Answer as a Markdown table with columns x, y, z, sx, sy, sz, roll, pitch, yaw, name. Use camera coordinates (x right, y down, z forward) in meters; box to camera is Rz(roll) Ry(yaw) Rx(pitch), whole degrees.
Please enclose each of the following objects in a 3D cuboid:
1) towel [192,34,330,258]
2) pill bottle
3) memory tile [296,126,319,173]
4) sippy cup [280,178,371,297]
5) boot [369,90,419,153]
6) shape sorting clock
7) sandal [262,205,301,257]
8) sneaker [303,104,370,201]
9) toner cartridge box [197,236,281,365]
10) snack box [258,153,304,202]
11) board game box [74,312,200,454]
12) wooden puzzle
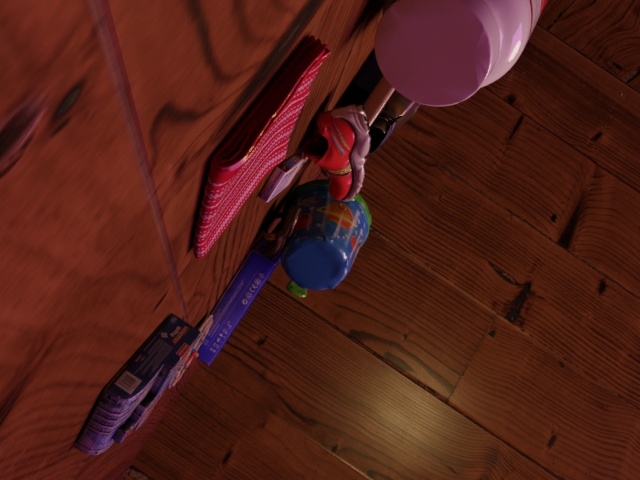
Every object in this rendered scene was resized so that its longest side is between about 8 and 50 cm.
| x | y | z | sx | sy | sz | roll | pitch | yaw | name |
| --- | --- | --- | --- | --- | --- | --- | --- | --- | --- |
| -0.077 | -0.094 | 0.824 | 0.199 | 0.031 | 0.275 | -55 | 180 | -24 | towel |
| 0.237 | -0.385 | 1.140 | 0.408 | 0.229 | 0.229 | -56 | 180 | -44 | pill bottle |
| -0.030 | -0.182 | 1.461 | 0.113 | 0.012 | 0.148 | -56 | 180 | -37 | memory tile |
| 0.000 | 0.000 | 1.770 | 0.224 | 0.240 | 0.306 | -75 | 154 | -56 | sippy cup |
| 0.172 | -0.289 | 1.664 | 0.219 | 0.082 | 0.106 | -51 | -171 | 34 | boot |
| -0.319 | 0.274 | 1.757 | 0.206 | 0.040 | 0.206 | -56 | 180 | 1 | shape sorting clock |
| -0.103 | -0.027 | 1.661 | 0.219 | 0.060 | 0.090 | 135 | -27 | -67 | sandal |
| 0.025 | -0.170 | 1.375 | 0.279 | 0.118 | 0.107 | 95 | -10 | -62 | sneaker |
| -0.220 | 0.156 | 1.904 | 0.348 | 0.075 | 0.165 | -56 | -178 | 18 | toner cartridge box |
| -0.068 | -0.115 | 1.286 | 0.064 | 0.022 | 0.178 | -55 | -179 | 17 | snack box |
| -0.282 | 0.238 | 1.080 | 0.194 | 0.060 | 0.194 | -57 | 180 | 33 | board game box |
| 0.088 | -0.309 | 1.654 | 0.322 | 0.080 | 0.348 | -56 | -175 | -1 | wooden puzzle |
